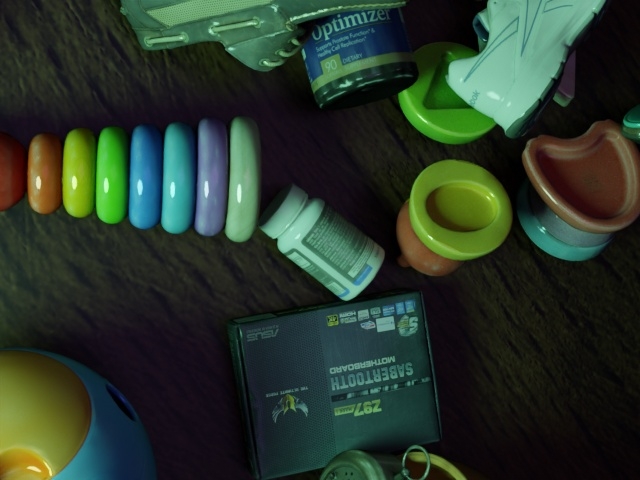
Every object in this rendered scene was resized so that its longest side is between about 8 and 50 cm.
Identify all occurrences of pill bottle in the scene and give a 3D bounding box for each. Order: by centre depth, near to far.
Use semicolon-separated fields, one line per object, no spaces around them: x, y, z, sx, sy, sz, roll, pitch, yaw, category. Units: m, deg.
0.026;-0.268;1.335;0.123;0.123;0.219;-15;85;-15;pill bottle
0.000;0.000;1.362;0.137;0.078;0.078;39;81;-13;pill bottle

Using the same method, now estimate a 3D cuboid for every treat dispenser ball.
-0.307;0.250;1.172;0.288;0.288;0.288;0;91;-16;treat dispenser ball

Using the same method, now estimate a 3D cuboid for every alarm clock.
0.056;0.285;1.298;0.064;0.129;0.192;16;130;-38;alarm clock

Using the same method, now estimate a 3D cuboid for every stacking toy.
-0.233;-0.071;1.282;0.330;0.141;0.141;1;91;-9;stacking toy
0.216;-0.092;1.434;0.309;0.130;0.279;-6;66;-18;stacking toy

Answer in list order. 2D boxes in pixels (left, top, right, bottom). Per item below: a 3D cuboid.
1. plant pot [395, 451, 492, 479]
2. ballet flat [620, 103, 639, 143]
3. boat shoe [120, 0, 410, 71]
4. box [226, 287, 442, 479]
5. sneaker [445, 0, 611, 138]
0.166;0.398;1.330;0.203;0.291;0.291;18;86;-32;plant pot
0.471;-0.155;1.455;0.280;0.095;0.096;-33;120;-33;ballet flat
-0.057;-0.257;1.259;0.132;0.355;0.130;-47;135;-48;boat shoe
0.017;0.164;1.379;0.232;0.059;0.183;-9;95;-15;box
0.258;-0.264;1.379;0.129;0.111;0.297;32;71;10;sneaker
